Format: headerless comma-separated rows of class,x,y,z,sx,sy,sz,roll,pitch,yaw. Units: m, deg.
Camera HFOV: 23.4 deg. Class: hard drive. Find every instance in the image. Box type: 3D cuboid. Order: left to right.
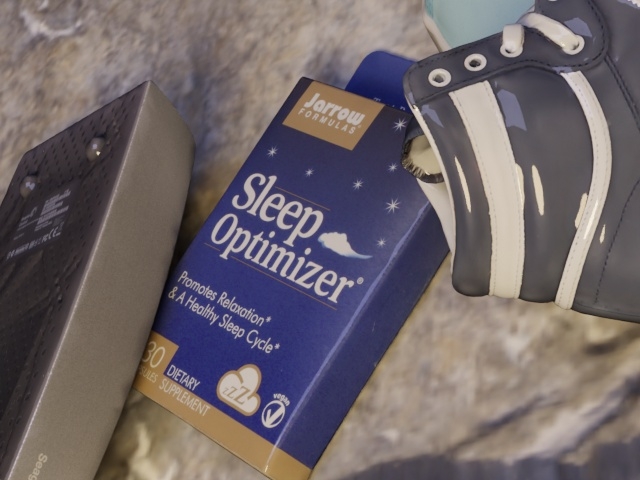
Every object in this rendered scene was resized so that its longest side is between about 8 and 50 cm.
hard drive,-0.148,0.051,0.814,0.172,0.054,0.254,-21,46,52

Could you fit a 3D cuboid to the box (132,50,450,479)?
box,0.000,0.000,0.774,0.136,0.036,0.225,24,77,46

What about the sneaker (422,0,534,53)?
sneaker,0.083,-0.232,0.782,0.135,0.150,0.366,-20,50,29

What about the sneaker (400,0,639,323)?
sneaker,0.111,-0.102,0.642,0.153,0.099,0.282,1,72,6
